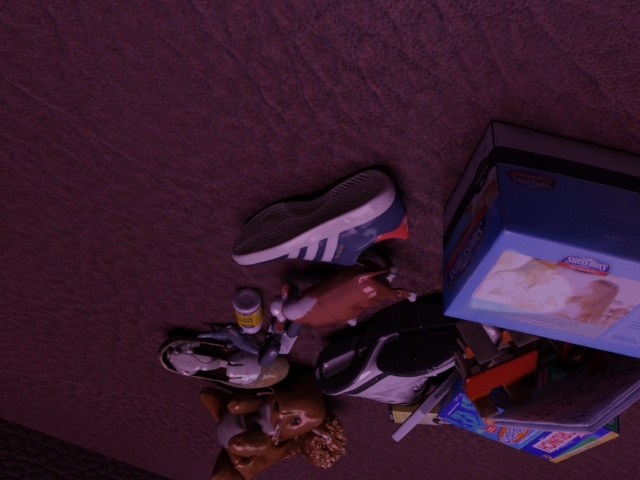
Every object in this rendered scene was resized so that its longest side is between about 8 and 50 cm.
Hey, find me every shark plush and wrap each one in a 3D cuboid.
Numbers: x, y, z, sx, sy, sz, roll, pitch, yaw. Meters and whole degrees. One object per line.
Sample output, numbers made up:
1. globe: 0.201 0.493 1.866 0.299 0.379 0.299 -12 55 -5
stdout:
1. shark plush: -0.229 0.245 1.451 0.161 0.067 0.073 15 142 -6

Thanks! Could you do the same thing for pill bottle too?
1. pill bottle: -0.167 0.169 1.345 0.065 0.065 0.116 5 142 6

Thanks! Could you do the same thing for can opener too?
1. can opener: -0.083 0.216 1.373 0.074 0.093 0.280 17 137 -8

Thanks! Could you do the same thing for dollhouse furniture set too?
1. dollhouse furniture set: 0.396 0.235 1.103 0.259 0.135 0.262 -23 138 -3

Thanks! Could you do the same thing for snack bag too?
1. snack bag: 0.545 0.281 1.130 0.342 0.037 0.323 -25 171 -17

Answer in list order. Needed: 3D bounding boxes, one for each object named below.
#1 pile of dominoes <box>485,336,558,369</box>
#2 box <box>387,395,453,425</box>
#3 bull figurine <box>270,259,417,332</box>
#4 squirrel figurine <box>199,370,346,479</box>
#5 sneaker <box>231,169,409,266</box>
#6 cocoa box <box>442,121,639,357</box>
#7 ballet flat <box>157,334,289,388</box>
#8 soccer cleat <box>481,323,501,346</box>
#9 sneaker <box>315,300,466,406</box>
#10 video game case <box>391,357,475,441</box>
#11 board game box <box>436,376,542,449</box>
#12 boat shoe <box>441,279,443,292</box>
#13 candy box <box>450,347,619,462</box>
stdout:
1. pile of dominoes: 0.463 0.192 1.227 0.196 0.040 0.251 -8 137 -14
2. box: 0.313 0.487 1.644 0.232 0.058 0.087 -2 140 15
3. bull figurine: 0.040 0.119 1.170 0.188 0.101 0.310 6 159 -41
4. squirrel figurine: -0.096 0.522 1.666 0.397 0.281 0.370 25 131 -40
5. sneaker: 0.000 0.000 1.045 0.350 0.131 0.148 -16 133 30
6. cocoa box: 0.389 0.006 0.888 0.347 0.228 0.231 13 142 -4
7. ballet flat: -0.260 0.323 1.502 0.348 0.123 0.123 10 142 4
8. soccer cleat: 0.352 0.156 1.221 0.076 0.068 0.196 1 135 21
9. sneaker: 0.223 0.277 1.359 0.257 0.169 0.447 23 143 -38
10. video game case: 0.280 0.398 1.437 0.026 0.206 0.227 43 149 18
11. board game box: 0.396 0.402 1.326 0.210 0.047 0.160 19 141 4
12. boat shoe: 0.337 0.071 1.109 0.207 0.073 0.073 -19 174 40
13. candy box: 0.511 0.409 1.414 0.317 0.122 0.268 21 143 0
